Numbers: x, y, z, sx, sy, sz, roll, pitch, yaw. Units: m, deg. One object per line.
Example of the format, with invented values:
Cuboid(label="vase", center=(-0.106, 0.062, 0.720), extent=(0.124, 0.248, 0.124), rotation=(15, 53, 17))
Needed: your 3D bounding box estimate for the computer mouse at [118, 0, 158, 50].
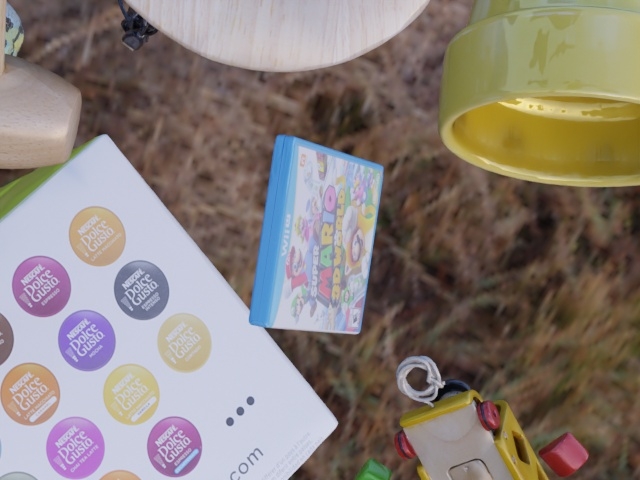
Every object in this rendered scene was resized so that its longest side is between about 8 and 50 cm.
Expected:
Cuboid(label="computer mouse", center=(-0.167, -0.254, 1.555), extent=(0.042, 0.106, 0.193), rotation=(-17, 87, -11))

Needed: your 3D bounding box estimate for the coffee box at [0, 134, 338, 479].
Cuboid(label="coffee box", center=(-0.267, 0.158, 1.666), extent=(0.337, 0.338, 0.334), rotation=(-44, 103, -27))

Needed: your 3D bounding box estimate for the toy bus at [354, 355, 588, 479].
Cuboid(label="toy bus", center=(0.144, 0.197, 1.782), extent=(0.191, 0.202, 0.104), rotation=(21, 27, 3))

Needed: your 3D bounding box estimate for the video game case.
Cuboid(label="video game case", center=(0.000, 0.000, 1.234), extent=(0.015, 0.166, 0.119), rotation=(8, 89, 22))

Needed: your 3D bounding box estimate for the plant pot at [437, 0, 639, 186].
Cuboid(label="plant pot", center=(0.240, -0.197, 1.695), extent=(0.254, 0.254, 0.239), rotation=(10, 75, -12))

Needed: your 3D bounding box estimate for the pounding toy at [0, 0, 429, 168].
Cuboid(label="pounding toy", center=(-0.025, -0.133, 0.583), extent=(0.154, 0.270, 0.155), rotation=(19, 10, -9))

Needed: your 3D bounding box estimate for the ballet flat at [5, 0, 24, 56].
Cuboid(label="ballet flat", center=(-0.203, -0.097, 0.847), extent=(0.188, 0.070, 0.070), rotation=(16, 42, -45))
